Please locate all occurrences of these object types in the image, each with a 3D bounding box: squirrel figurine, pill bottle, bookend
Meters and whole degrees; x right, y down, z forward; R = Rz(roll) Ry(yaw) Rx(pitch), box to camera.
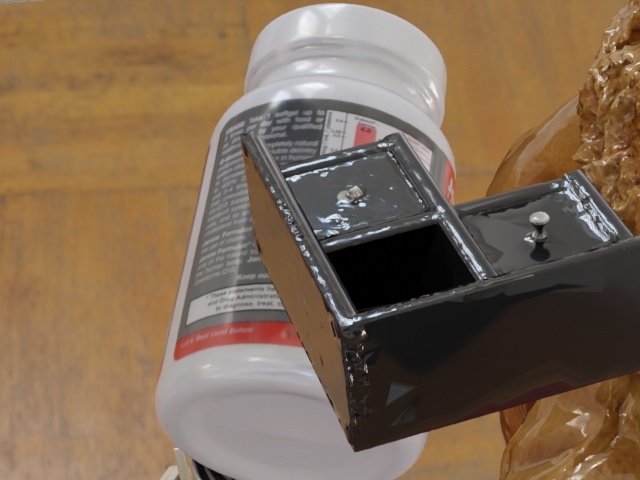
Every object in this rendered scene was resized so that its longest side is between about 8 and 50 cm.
[{"bbox_3d":[0.196,0.056,0.999,0.281,0.397,0.370,20,48,11],"label":"squirrel figurine"},{"bbox_3d":[0.000,0.000,1.361,0.210,0.210,0.363,7,58,3],"label":"pill bottle"},{"bbox_3d":[0.061,0.002,0.776,0.157,0.072,0.156,-14,38,-11],"label":"bookend"}]

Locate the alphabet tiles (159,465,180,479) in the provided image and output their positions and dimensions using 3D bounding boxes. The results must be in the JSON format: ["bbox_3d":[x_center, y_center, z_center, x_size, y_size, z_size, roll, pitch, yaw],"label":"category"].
[{"bbox_3d":[-0.156,0.393,1.819,0.021,0.284,0.278,0,22,17],"label":"alphabet tiles"}]

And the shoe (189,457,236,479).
[{"bbox_3d":[-0.085,0.150,1.435,0.081,0.063,0.178,-19,49,-32],"label":"shoe"}]

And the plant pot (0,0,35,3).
[{"bbox_3d":[-0.152,-0.287,1.163,0.284,0.191,0.284,-8,18,3],"label":"plant pot"}]

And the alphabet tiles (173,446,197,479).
[{"bbox_3d":[-0.106,0.328,1.688,0.011,0.342,0.285,-13,69,-3],"label":"alphabet tiles"}]
